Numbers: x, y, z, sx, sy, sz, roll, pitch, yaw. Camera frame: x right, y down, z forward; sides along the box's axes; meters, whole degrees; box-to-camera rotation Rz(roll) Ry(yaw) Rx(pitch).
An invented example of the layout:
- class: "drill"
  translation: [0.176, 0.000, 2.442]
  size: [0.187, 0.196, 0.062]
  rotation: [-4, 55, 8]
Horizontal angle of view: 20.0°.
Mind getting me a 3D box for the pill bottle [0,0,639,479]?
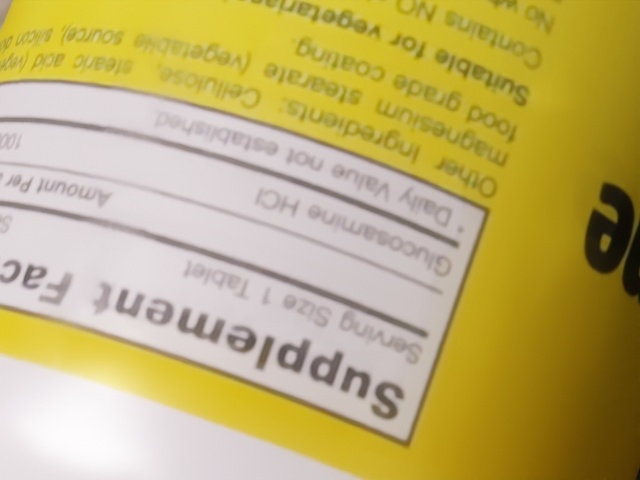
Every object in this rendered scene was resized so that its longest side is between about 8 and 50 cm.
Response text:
- class: "pill bottle"
  translation: [0.000, 0.000, 0.462]
  size: [0.188, 0.188, 0.334]
  rotation: [29, 74, -34]
